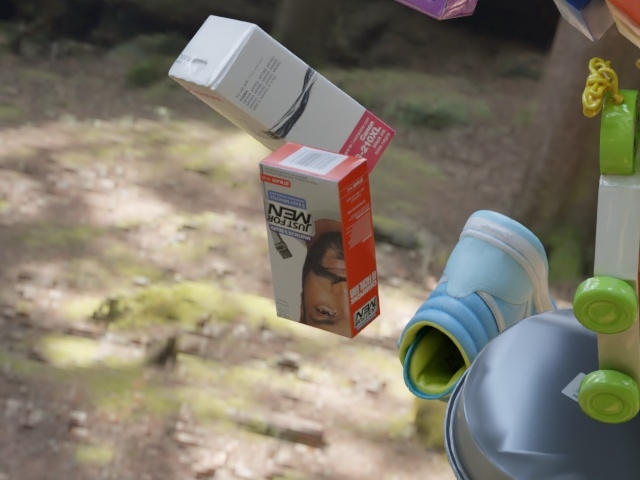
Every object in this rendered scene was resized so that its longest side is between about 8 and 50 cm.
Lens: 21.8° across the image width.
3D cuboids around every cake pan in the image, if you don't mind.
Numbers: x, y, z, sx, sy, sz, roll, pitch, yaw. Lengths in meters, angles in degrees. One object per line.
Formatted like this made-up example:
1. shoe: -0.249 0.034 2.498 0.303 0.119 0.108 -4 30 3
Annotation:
1. cake pan: 0.268 0.174 1.662 0.293 0.054 0.293 -3 44 3

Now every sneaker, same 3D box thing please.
1. sneaker: 0.178 0.127 1.908 0.127 0.208 0.319 23 -24 32

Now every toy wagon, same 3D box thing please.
1. toy wagon: 0.282 -0.013 1.522 0.068 0.344 0.267 3 44 15

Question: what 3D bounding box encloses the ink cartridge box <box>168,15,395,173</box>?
1. ink cartridge box: -0.050 -0.171 2.073 0.237 0.100 0.172 35 -4 -26

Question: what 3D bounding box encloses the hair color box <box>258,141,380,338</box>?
1. hair color box: 0.000 0.000 1.555 0.093 0.167 0.053 14 35 33

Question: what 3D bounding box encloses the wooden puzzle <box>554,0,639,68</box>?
1. wooden puzzle: 0.286 -0.221 1.541 0.348 0.080 0.322 48 6 22

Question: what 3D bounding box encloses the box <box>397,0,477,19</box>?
1. box: -0.010 -0.279 0.979 0.293 0.201 0.057 28 21 19
